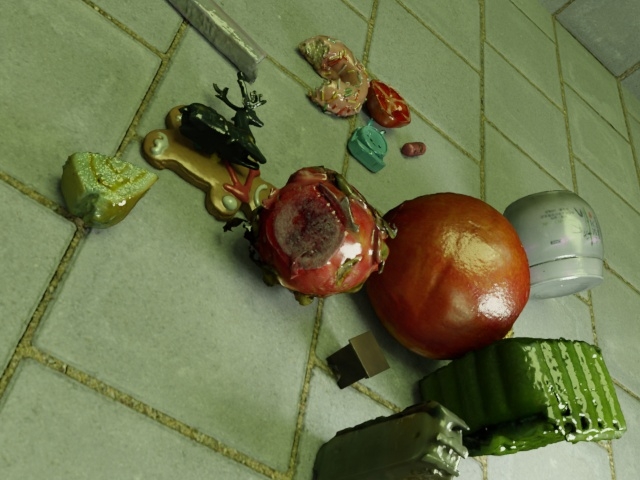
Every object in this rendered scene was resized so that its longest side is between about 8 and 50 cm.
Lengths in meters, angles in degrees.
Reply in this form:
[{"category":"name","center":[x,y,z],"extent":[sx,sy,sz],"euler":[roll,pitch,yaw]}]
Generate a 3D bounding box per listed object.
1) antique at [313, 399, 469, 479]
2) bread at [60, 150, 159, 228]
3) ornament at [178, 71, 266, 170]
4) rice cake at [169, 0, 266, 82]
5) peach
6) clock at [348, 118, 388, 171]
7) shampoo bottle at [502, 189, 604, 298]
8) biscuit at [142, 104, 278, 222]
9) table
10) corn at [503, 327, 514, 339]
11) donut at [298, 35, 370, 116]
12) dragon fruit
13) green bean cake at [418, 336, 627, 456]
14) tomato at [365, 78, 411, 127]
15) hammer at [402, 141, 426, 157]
[{"category":"antique","center":[0.129,0.373,1.253],"extent":[0.150,0.284,0.125],"euler":[37,41,-18]},{"category":"bread","center":[-0.353,-0.074,1.244],"extent":[0.156,0.103,0.110],"euler":[13,48,-31]},{"category":"ornament","center":[-0.197,-0.269,1.509],"extent":[0.202,0.080,0.236],"euler":[29,42,-32]},{"category":"rice cake","center":[-0.272,-0.529,1.695],"extent":[0.399,0.064,0.070],"euler":[44,34,-12]},{"category":"peach","center":[0.263,0.071,1.597],"extent":[0.372,0.373,0.290],"euler":[51,22,-3]},{"category":"clock","center":[0.129,-0.251,1.908],"extent":[0.108,0.045,0.147],"euler":[39,41,-20]},{"category":"shampoo bottle","center":[0.630,0.020,2.027],"extent":[0.273,0.273,0.266],"euler":[9,63,-41]},{"category":"biscuit","center":[-0.187,-0.138,1.506],"extent":[0.340,0.047,0.216],"euler":[40,42,-15]},{"category":"table","center":[0.070,0.237,1.455],"extent":[0.070,0.082,0.083],"euler":[-14,73,-49]},{"category":"corn","center":[0.349,0.144,1.799],"extent":[0.293,0.106,0.106],"euler":[47,39,-2]},{"category":"donut","center":[0.047,-0.425,1.924],"extent":[0.199,0.085,0.233],"euler":[11,57,-42]},{"category":"dragon fruit","center":[0.000,0.000,1.446],"extent":[0.250,0.269,0.291],"euler":[53,3,12]},{"category":"green bean cake","center":[0.416,0.344,1.544],"extent":[0.335,0.319,0.218],"euler":[12,57,-35]},{"category":"tomato","center":[0.174,-0.358,2.012],"extent":[0.155,0.069,0.155],"euler":[29,41,-28]},{"category":"hammer","center":[0.258,-0.250,2.041],"extent":[0.083,0.043,0.043],"euler":[-12,71,-51]}]
